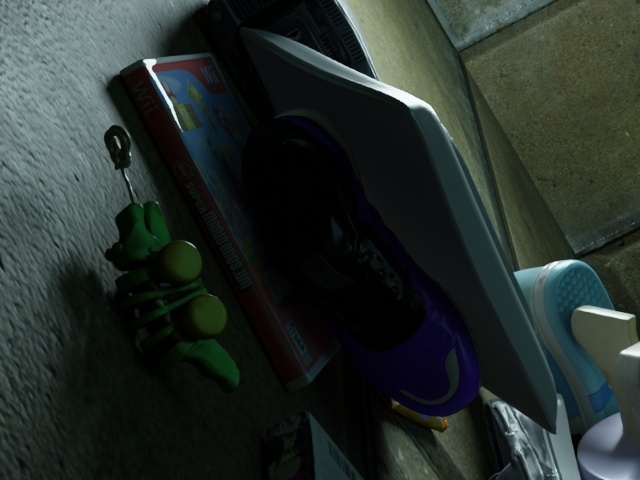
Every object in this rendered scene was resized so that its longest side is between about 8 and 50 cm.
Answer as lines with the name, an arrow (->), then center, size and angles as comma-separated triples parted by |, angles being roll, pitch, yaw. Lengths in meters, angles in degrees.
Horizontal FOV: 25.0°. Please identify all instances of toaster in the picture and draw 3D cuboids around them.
toaster -> -0.019, -0.196, 1.472 | 0.227, 0.129, 0.146 | 56, 13, -19

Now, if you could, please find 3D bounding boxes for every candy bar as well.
candy bar -> 0.092, 0.162, 1.437 | 0.161, 0.018, 0.040 | 35, 32, -61

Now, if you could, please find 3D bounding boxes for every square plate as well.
square plate -> 0.076, -0.025, 1.303 | 0.344, 0.049, 0.347 | 34, -25, 59

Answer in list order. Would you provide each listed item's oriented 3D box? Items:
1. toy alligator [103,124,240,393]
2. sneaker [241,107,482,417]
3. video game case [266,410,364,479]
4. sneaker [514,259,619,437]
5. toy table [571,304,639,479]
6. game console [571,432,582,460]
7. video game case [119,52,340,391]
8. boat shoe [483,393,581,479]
toy alligator -> -0.111, 0.018, 0.920 | 0.051, 0.056, 0.190 | -24, 86, -35
sneaker -> 0.021, 0.028, 1.174 | 0.293, 0.102, 0.146 | 56, 14, 2
video game case -> 0.038, 0.266, 1.005 | 0.232, 0.042, 0.210 | 54, 18, -32
sneaker -> 0.282, 0.163, 1.782 | 0.127, 0.208, 0.319 | -39, 114, -36
toy table -> 0.389, 0.172, 1.586 | 0.274, 0.252, 0.161 | -27, 121, -61
game console -> 0.392, 0.386, 1.639 | 0.250, 0.173, 0.293 | -82, 160, -67
video game case -> -0.062, -0.025, 1.218 | 0.285, 0.025, 0.204 | 62, 14, -3
boat shoe -> 0.225, 0.278, 1.538 | 0.301, 0.102, 0.108 | -92, -178, -49
